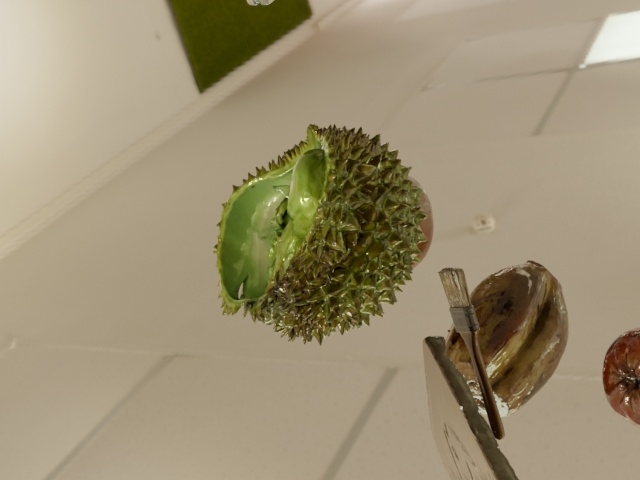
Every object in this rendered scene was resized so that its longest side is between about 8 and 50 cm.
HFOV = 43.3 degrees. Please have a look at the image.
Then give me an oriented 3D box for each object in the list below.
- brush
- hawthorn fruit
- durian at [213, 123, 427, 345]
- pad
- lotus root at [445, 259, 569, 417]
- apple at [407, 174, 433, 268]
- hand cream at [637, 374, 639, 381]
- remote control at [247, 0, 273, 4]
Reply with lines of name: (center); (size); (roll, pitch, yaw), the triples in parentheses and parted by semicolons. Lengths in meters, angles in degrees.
brush: (0.145, 0.106, 0.759); (0.014, 0.169, 0.043); (-16, 179, -12)
hawthorn fruit: (0.507, 0.201, 1.171); (0.173, 0.172, 0.173); (-15, -155, 7)
durian: (0.003, -0.002, 0.827); (0.237, 0.177, 0.200); (-44, -151, 31)
pad: (0.158, 0.254, 0.723); (0.018, 0.286, 0.284); (-21, -125, -6)
lotus root: (0.335, 0.168, 1.411); (0.193, 0.193, 0.291); (8, -127, 43)
apple: (0.091, -0.029, 1.412); (0.188, 0.211, 0.211); (-2, -168, -37)
hand cream: (0.304, 0.109, 0.527); (0.084, 0.050, 0.257); (-22, -178, -2)
remote control: (-0.109, -0.524, 1.272); (0.056, 0.277, 0.103); (10, -136, 34)
